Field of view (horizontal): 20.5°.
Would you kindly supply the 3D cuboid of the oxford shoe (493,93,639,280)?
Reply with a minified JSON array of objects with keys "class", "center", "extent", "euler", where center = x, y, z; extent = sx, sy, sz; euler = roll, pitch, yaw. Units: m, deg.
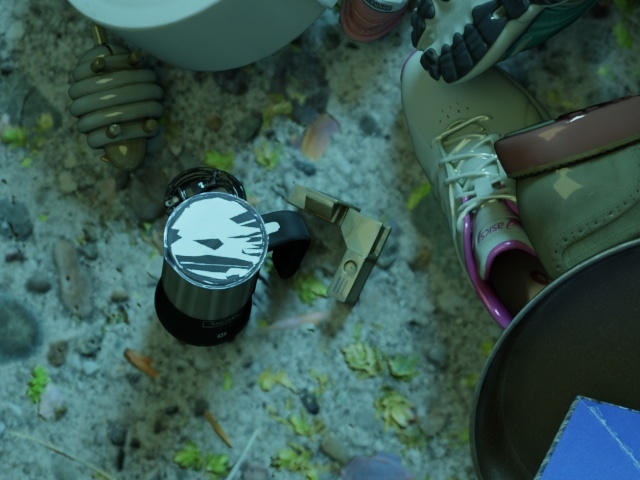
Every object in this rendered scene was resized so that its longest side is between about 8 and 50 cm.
[{"class":"oxford shoe","center":[0.307,-0.061,1.326],"extent":[0.348,0.123,0.130],"euler":[-15,92,-6]}]

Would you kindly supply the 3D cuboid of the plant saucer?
[{"class":"plant saucer","center":[0.260,0.115,1.303],"extent":[0.311,0.050,0.310],"euler":[-2,121,-4]}]

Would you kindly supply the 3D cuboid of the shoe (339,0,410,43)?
[{"class":"shoe","center":[0.068,-0.246,1.472],"extent":[0.063,0.081,0.178],"euler":[29,63,-5]}]

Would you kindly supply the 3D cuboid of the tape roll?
[{"class":"tape roll","center":[-0.091,-0.286,1.460],"extent":[0.286,0.100,0.286],"euler":[-12,67,30]}]

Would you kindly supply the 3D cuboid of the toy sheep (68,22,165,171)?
[{"class":"toy sheep","center":[-0.175,-0.124,1.521],"extent":[0.091,0.091,0.132],"euler":[-10,87,16]}]

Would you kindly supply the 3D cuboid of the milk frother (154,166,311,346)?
[{"class":"milk frother","center":[-0.093,-0.008,1.457],"extent":[0.129,0.135,0.143],"euler":[-35,76,-21]}]

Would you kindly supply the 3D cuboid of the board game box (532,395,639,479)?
[{"class":"board game box","center":[0.196,0.299,1.223],"extent":[0.141,0.232,0.291],"euler":[14,122,18]}]

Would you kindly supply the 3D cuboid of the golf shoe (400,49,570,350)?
[{"class":"golf shoe","center":[0.145,-0.032,1.386],"extent":[0.115,0.140,0.306],"euler":[-31,75,13]}]

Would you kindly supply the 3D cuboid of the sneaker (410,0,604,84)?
[{"class":"sneaker","center":[0.177,-0.213,1.317],"extent":[0.275,0.110,0.107],"euler":[-35,73,47]}]

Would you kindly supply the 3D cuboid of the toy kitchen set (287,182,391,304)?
[{"class":"toy kitchen set","center":[0.000,0.000,1.463],"extent":[0.083,0.068,0.075],"euler":[26,92,18]}]
